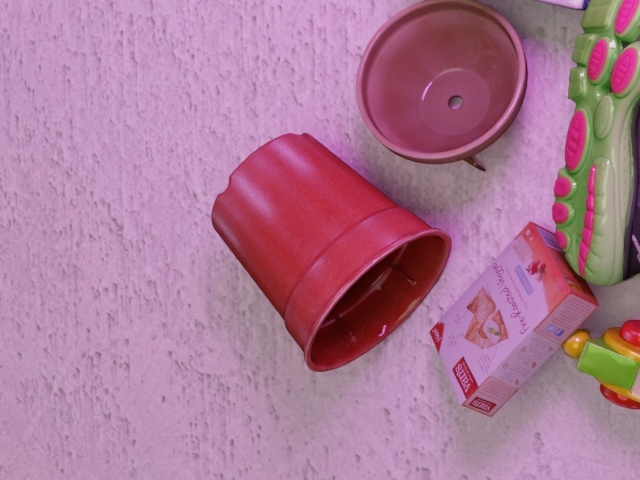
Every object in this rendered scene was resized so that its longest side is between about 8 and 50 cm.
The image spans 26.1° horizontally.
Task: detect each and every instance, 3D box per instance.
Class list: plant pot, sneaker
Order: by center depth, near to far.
[{"bbox_3d":[0.434,-0.171,1.765,0.185,0.202,0.482,-125,38,-52],"label":"sneaker"},{"bbox_3d":[0.177,-0.209,1.917,0.237,0.110,0.237,-6,73,19],"label":"plant pot"},{"bbox_3d":[0.000,0.000,1.987,0.265,0.272,0.272,46,115,22],"label":"plant pot"}]

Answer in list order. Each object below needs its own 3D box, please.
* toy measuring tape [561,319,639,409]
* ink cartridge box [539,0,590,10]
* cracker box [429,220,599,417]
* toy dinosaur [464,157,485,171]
[{"bbox_3d":[0.482,0.189,1.848,0.330,0.121,0.121,21,107,16],"label":"toy measuring tape"},{"bbox_3d":[0.286,-0.520,1.814,0.270,0.151,0.395,17,106,23],"label":"ink cartridge box"},{"bbox_3d":[0.264,0.110,1.919,0.232,0.067,0.155,-51,34,23],"label":"cracker box"},{"bbox_3d":[0.182,-0.129,1.987,0.082,0.047,0.090,-9,104,46],"label":"toy dinosaur"}]
